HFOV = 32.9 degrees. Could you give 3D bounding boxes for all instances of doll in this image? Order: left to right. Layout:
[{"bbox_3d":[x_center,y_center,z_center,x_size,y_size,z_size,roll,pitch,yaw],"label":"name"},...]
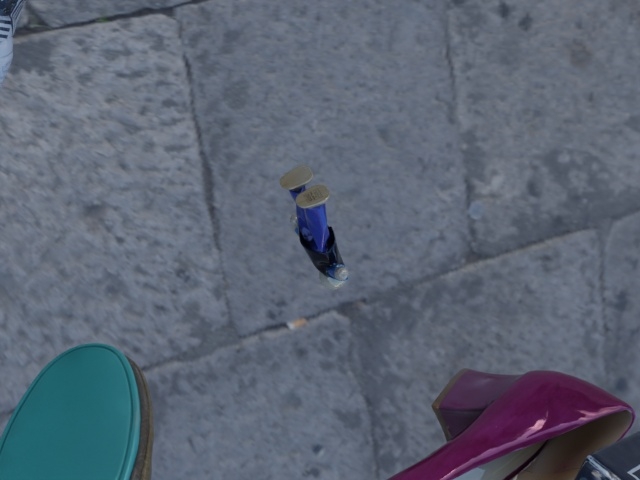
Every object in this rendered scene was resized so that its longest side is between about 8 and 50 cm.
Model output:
[{"bbox_3d":[0.000,0.000,1.305,0.046,0.129,0.189,-31,142,-11],"label":"doll"}]

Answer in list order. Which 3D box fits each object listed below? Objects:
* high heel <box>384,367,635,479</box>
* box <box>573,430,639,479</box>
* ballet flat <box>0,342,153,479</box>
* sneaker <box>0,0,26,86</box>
[{"bbox_3d":[0.132,0.258,0.962,0.377,0.181,0.127,-56,131,-31],"label":"high heel"},{"bbox_3d":[0.320,0.285,0.771,0.296,0.294,0.183,-1,121,-54],"label":"box"},{"bbox_3d":[-0.156,0.221,0.694,0.116,0.342,0.124,-11,127,1],"label":"ballet flat"},{"bbox_3d":[-0.355,-0.253,0.957,0.210,0.137,0.366,23,110,-24],"label":"sneaker"}]
